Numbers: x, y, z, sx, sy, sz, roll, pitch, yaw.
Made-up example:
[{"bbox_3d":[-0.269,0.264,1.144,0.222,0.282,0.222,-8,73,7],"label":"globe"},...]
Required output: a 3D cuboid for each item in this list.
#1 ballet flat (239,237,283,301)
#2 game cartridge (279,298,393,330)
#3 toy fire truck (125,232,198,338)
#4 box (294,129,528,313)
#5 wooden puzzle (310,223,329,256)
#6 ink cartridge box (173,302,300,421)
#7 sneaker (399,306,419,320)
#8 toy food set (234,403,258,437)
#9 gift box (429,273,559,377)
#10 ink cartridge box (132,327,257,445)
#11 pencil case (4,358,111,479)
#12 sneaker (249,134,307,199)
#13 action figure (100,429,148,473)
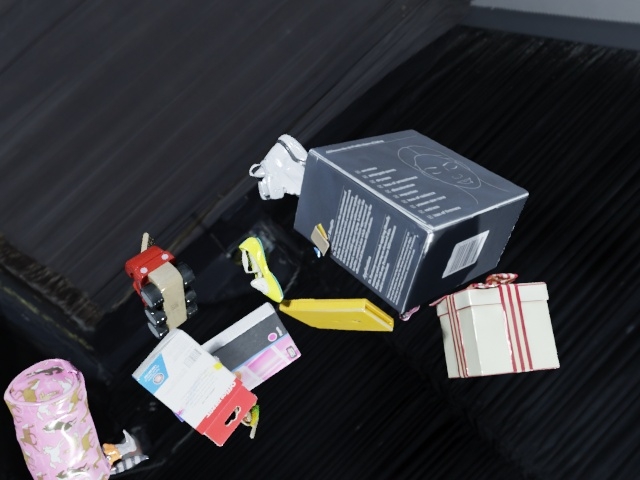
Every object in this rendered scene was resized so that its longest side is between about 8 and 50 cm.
[{"bbox_3d":[-0.198,0.104,1.871,0.077,0.077,0.231,-12,102,54],"label":"ballet flat"},{"bbox_3d":[0.061,0.263,2.068,0.324,0.052,0.285,-1,159,27],"label":"game cartridge"},{"bbox_3d":[-0.409,0.077,1.425,0.246,0.158,0.217,40,148,21],"label":"toy fire truck"},{"bbox_3d":[0.262,-0.089,1.752,0.472,0.480,0.297,40,131,34],"label":"box"},{"bbox_3d":[0.000,0.000,1.664,0.078,0.014,0.116,60,155,10],"label":"wooden puzzle"},{"bbox_3d":[-0.247,0.336,1.549,0.175,0.371,0.069,63,170,-31],"label":"ink cartridge box"},{"bbox_3d":[0.350,0.254,2.251,0.047,0.119,0.057,29,147,24],"label":"sneaker"},{"bbox_3d":[-0.251,0.560,1.970,0.192,0.038,0.132,62,-167,-19],"label":"toy food set"},{"bbox_3d":[0.453,0.230,1.568,0.255,0.276,0.258,135,132,-68],"label":"gift box"},{"bbox_3d":[-0.264,0.311,1.238,0.231,0.134,0.078,46,158,-16],"label":"ink cartridge box"},{"bbox_3d":[-0.634,0.477,1.426,0.167,0.160,0.386,-66,-22,-57],"label":"pencil case"},{"bbox_3d":[-0.089,-0.181,2.103,0.366,0.210,0.137,52,165,-17],"label":"sneaker"},{"bbox_3d":[-0.757,0.799,1.961,0.178,0.330,0.341,56,153,-15],"label":"action figure"}]
